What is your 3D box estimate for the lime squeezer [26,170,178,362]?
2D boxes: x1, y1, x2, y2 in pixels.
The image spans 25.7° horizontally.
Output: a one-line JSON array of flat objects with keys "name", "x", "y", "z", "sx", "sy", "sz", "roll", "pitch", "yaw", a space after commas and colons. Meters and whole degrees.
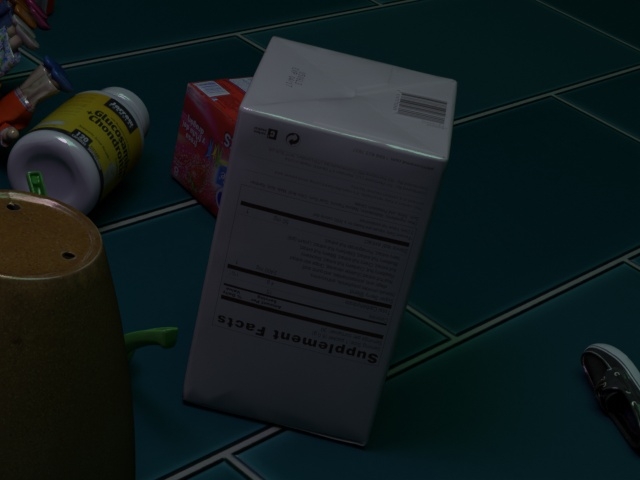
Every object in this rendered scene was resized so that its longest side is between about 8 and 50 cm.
[{"name": "lime squeezer", "x": -0.211, "y": 0.051, "z": 1.253, "sx": 0.059, "sy": 0.110, "sz": 0.310, "roll": -22, "pitch": 38, "yaw": -21}]

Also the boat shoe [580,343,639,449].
[{"name": "boat shoe", "x": 0.290, "y": 0.150, "z": 1.363, "sx": 0.040, "sy": 0.049, "sz": 0.142, "roll": -3, "pitch": 35, "yaw": -27}]

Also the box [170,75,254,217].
[{"name": "box", "x": -0.037, "y": -0.069, "z": 1.520, "sx": 0.128, "sy": 0.122, "sz": 0.257, "roll": -12, "pitch": 38, "yaw": -38}]

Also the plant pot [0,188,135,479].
[{"name": "plant pot", "x": -0.231, "y": 0.100, "z": 1.007, "sx": 0.237, "sy": 0.254, "sz": 0.237, "roll": 12, "pitch": 28, "yaw": -6}]

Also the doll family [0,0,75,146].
[{"name": "doll family", "x": -0.387, "y": -0.196, "z": 1.561, "sx": 0.118, "sy": 0.163, "sz": 0.263, "roll": 46, "pitch": 9, "yaw": -36}]

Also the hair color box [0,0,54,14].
[{"name": "hair color box", "x": -0.451, "y": -0.343, "z": 1.886, "sx": 0.167, "sy": 0.053, "sz": 0.093, "roll": 20, "pitch": 30, "yaw": 13}]

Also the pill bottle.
[{"name": "pill bottle", "x": -0.250, "y": -0.099, "z": 1.498, "sx": 0.103, "sy": 0.103, "sz": 0.184, "roll": 19, "pitch": 30, "yaw": 7}]

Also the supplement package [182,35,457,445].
[{"name": "supplement package", "x": 0.000, "y": 0.000, "z": 1.241, "sx": 0.175, "sy": 0.293, "sz": 0.177, "roll": 14, "pitch": 29, "yaw": 1}]
